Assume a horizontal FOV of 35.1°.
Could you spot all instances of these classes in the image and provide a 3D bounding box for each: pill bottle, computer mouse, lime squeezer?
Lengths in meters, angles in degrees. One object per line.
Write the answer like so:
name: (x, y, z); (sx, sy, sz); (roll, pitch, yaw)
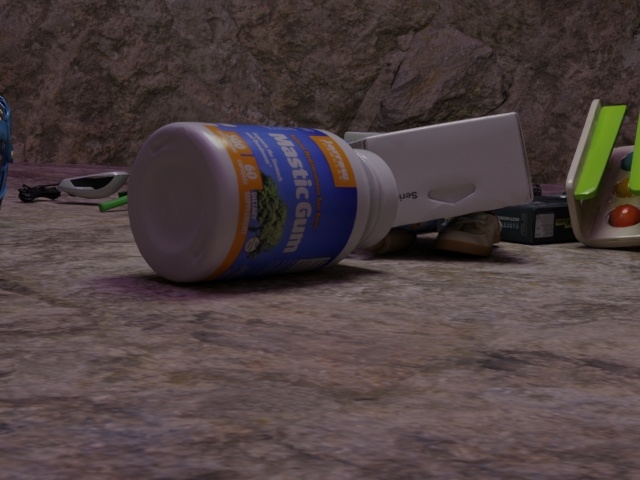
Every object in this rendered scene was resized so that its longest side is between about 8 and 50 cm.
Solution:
pill bottle: (-0.046, -0.041, 1.033); (0.152, 0.152, 0.272); (8, 9, 43)
computer mouse: (-0.436, -0.092, 1.823); (0.192, 0.042, 0.106); (-7, -1, 12)
lime squeezer: (-0.327, -0.089, 1.827); (0.109, 0.059, 0.310); (2, 7, -5)

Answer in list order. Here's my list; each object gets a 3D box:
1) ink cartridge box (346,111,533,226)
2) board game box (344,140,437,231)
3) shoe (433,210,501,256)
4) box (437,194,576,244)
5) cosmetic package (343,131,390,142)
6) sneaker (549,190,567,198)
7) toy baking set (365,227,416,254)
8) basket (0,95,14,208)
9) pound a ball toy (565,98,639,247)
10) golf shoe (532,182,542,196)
ink cartridge box: (0.138, -0.091, 1.346); (0.201, 0.117, 0.278); (-10, 4, -6)
board game box: (0.121, -0.086, 1.598); (0.039, 0.160, 0.211); (-44, -18, 26)
shoe: (0.196, -0.016, 1.339); (0.076, 0.058, 0.219); (4, 6, 16)
box: (0.325, -0.037, 1.587); (0.232, 0.059, 0.183); (-4, 9, -43)
cosmetic package: (0.148, -0.123, 1.879); (0.183, 0.152, 0.151); (5, 8, 18)
sneaker: (0.482, -0.092, 1.853); (0.104, 0.125, 0.261); (7, 7, 37)
toy baking set: (0.007, 0.000, 1.281); (0.196, 0.030, 0.256); (1, 3, 20)
basket: (-0.538, -0.121, 1.347); (0.254, 0.201, 0.289); (2, -4, -11)
pound a ball toy: (0.487, -0.091, 1.477); (0.208, 0.136, 0.319); (-4, 33, 27)
golf shoe: (0.374, -0.078, 1.952); (0.085, 0.068, 0.186); (4, 6, 29)
